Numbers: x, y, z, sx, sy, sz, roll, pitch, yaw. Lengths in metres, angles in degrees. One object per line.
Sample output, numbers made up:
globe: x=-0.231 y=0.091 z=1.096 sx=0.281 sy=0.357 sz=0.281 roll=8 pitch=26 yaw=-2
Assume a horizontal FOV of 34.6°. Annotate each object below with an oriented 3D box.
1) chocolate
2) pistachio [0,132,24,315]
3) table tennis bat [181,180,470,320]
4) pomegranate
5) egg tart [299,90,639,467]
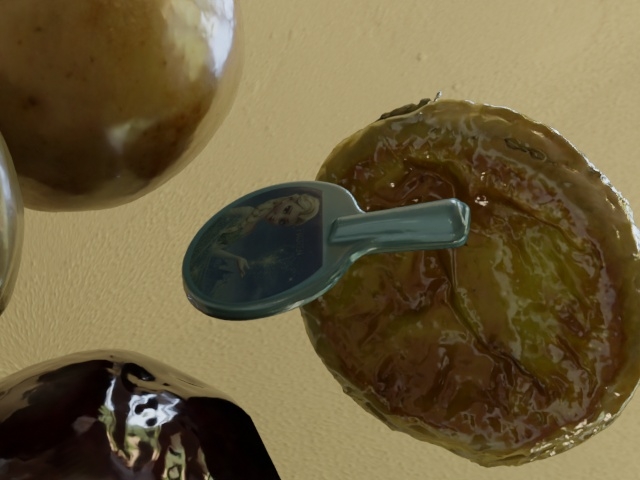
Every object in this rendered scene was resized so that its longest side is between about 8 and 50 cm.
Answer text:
chocolate: x=-0.174 y=0.263 z=0.772 sx=0.331 sy=0.383 sz=0.384 roll=-26 pitch=-91 yaw=-10
pistachio: x=-0.250 y=-0.012 z=0.664 sx=0.126 sy=0.108 sz=0.186 roll=14 pitch=-84 yaw=24
table tennis bat: x=0.000 y=0.000 z=0.798 sx=0.149 sy=0.237 sz=0.038 roll=-73 pitch=-31 yaw=-46
pomegranate: x=-0.221 y=-0.188 z=0.837 sx=0.338 sy=0.338 sz=0.338 roll=2 pitch=-98 yaw=-15
egg tart: x=0.138 y=0.034 z=0.916 sx=0.341 sy=0.132 sz=0.341 roll=6 pitch=-75 yaw=23
